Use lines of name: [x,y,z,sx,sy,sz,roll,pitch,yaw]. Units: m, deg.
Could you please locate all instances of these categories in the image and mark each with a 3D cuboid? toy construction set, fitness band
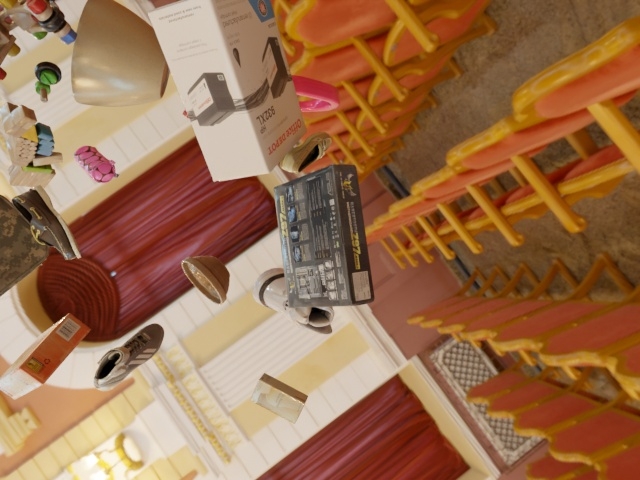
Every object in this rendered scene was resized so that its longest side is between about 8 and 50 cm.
toy construction set: [-0.742,-0.533,1.142,0.308,0.257,0.237,16,-135,-48]
fitness band: [-0.079,-0.381,1.323,0.208,0.290,0.054,-7,89,43]

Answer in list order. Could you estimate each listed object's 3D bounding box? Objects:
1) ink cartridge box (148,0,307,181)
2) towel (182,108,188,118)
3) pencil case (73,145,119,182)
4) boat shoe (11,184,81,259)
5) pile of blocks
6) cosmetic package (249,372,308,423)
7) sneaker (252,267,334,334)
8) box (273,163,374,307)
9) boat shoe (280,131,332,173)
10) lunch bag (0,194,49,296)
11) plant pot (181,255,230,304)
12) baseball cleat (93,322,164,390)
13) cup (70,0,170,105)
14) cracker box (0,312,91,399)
ink cartridge box: [-0.153,-0.299,0.929,0.223,0.128,0.308,-60,-40,-53]
towel: [-0.385,-0.563,1.714,0.031,0.199,0.275,33,137,-12]
pencil case: [-0.839,-0.289,1.846,0.209,0.098,0.095,33,-178,36]
boat shoe: [-0.584,-0.029,1.055,0.227,0.068,0.081,43,145,29]
pile of blocks: [-0.872,-0.299,1.492,0.362,0.148,0.113,-47,63,51]
cosmetic package: [-0.092,0.352,1.104,0.115,0.060,0.041,24,-169,8]
sneaker: [0.006,0.165,1.397,0.365,0.138,0.210,1,-159,-45]
box: [0.000,0.000,0.868,0.183,0.059,0.233,-12,84,51]
boat shoe: [-0.020,-0.181,1.036,0.048,0.153,0.056,30,132,24]
lunch bag: [-0.827,0.043,1.183,0.256,0.305,0.213,-1,130,54]
plant pot: [-0.448,0.142,2.023,0.237,0.110,0.237,35,152,22]
baseball cleat: [-0.440,0.261,1.158,0.072,0.206,0.109,32,140,5]
cup: [-0.600,-0.557,1.544,0.236,0.331,0.331,14,-175,-14]
cracker box: [-0.651,0.273,1.154,0.067,0.156,0.232,45,133,-18]
